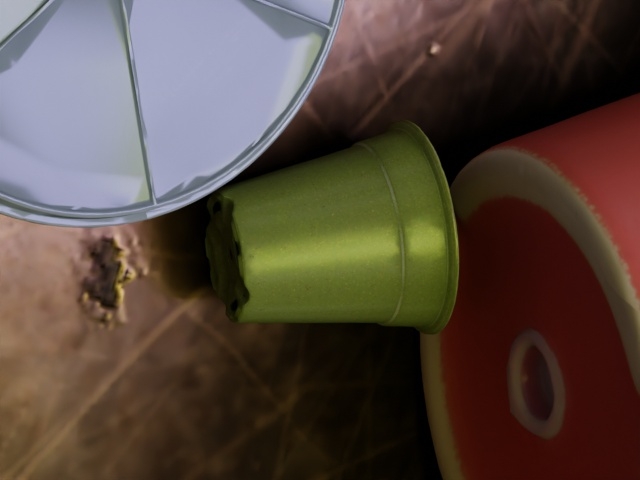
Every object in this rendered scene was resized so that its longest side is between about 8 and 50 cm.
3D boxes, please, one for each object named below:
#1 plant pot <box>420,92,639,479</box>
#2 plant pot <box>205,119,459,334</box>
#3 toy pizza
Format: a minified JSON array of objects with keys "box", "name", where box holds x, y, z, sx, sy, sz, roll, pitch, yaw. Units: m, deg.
[{"box":[0.187,0.043,0.733,0.243,0.275,0.275,-8,106,-20],"name":"plant pot"},{"box":[0.000,0.000,0.703,0.079,0.083,0.083,-8,106,-17],"name":"plant pot"},{"box":[-0.079,-0.105,0.648,0.201,0.032,0.201,-7,104,-30],"name":"toy pizza"}]
